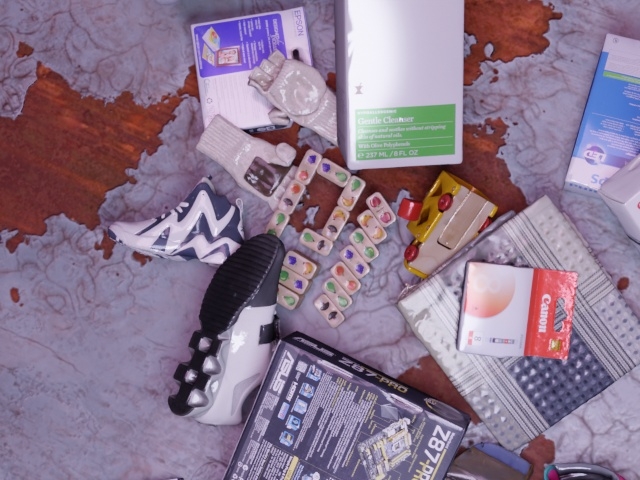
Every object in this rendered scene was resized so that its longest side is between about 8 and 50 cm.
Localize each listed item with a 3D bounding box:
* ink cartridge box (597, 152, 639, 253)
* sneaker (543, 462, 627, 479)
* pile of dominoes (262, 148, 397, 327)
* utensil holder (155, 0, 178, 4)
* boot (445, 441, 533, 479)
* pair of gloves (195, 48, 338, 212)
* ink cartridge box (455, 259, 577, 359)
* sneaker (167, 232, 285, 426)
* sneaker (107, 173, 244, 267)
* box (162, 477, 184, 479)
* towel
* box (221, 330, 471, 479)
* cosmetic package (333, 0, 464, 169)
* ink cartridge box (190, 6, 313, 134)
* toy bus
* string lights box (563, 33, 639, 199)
[{"bbox_3d":[0.564,-0.038,1.740,0.160,0.092,0.219,-40,111,0],"label":"ink cartridge box"},{"bbox_3d":[0.355,0.437,1.685,0.295,0.124,0.178,-29,116,-3],"label":"sneaker"},{"bbox_3d":[0.000,0.000,1.868,0.196,0.040,0.251,30,98,12],"label":"pile of dominoes"},{"bbox_3d":[-0.122,-0.597,1.872,0.385,0.327,0.328,-12,79,5],"label":"utensil holder"},{"bbox_3d":[0.233,0.367,1.793,0.219,0.082,0.106,26,60,21],"label":"boot"},{"bbox_3d":[-0.070,-0.187,1.901,0.204,0.042,0.240,41,99,-6],"label":"pair of gloves"},{"bbox_3d":[0.309,0.113,1.743,0.179,0.045,0.146,6,94,4],"label":"ink cartridge box"},{"bbox_3d":[-0.124,0.151,1.845,0.122,0.146,0.331,22,86,51],"label":"sneaker"},{"bbox_3d":[-0.238,-0.044,1.909,0.234,0.094,0.153,10,80,10],"label":"sneaker"},{"bbox_3d":[-0.336,0.491,1.855,0.233,0.044,0.159,-9,79,7],"label":"box"},{"bbox_3d":[0.330,0.131,1.793,0.312,0.056,0.324,-36,93,3],"label":"towel"},{"bbox_3d":[0.013,0.386,1.746,0.318,0.097,0.395,24,101,13],"label":"box"},{"bbox_3d":[0.122,-0.312,1.777,0.196,0.155,0.366,-5,112,-5],"label":"cosmetic package"},{"bbox_3d":[-0.113,-0.293,1.956,0.208,0.045,0.206,-9,80,4],"label":"ink cartridge box"},{"bbox_3d":[0.195,-0.014,1.832,0.202,0.104,0.191,-16,117,-10],"label":"toy bus"},{"bbox_3d":[0.499,-0.195,1.834,0.133,0.077,0.260,16,83,11],"label":"string lights box"}]
